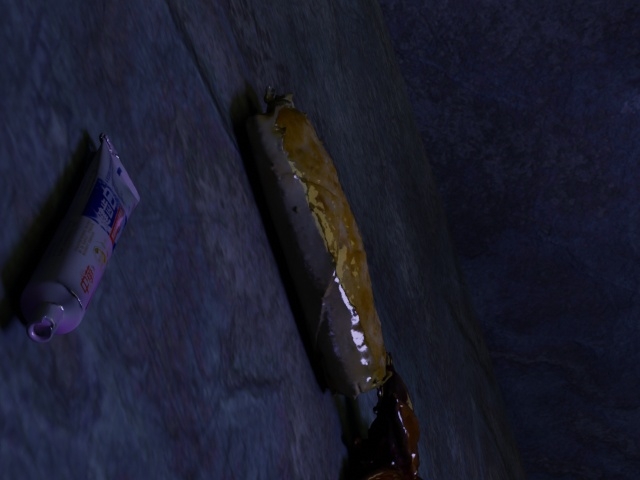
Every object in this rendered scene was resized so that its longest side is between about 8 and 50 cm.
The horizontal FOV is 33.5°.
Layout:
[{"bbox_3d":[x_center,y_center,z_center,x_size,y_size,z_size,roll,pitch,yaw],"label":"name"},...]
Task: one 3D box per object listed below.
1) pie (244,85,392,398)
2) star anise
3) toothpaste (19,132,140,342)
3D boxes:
[{"bbox_3d":[0.000,0.000,0.931,0.128,0.068,0.282,-53,124,-72],"label":"pie"},{"bbox_3d":[0.067,0.188,0.988,0.212,0.054,0.156,-13,108,-70],"label":"star anise"},{"bbox_3d":[-0.114,-0.002,0.516,0.170,0.028,0.045,-85,150,-62],"label":"toothpaste"}]
